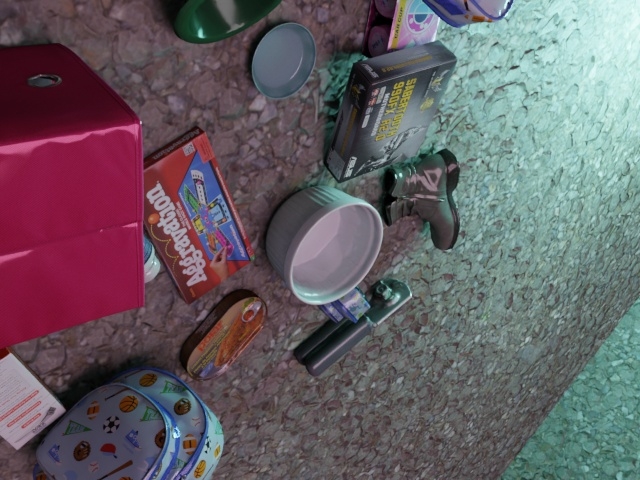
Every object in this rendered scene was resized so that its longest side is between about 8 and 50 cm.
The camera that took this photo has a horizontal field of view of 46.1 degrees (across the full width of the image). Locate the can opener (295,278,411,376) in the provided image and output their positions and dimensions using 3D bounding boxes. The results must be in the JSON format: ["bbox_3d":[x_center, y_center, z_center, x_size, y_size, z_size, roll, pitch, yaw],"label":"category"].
[{"bbox_3d":[0.079,0.187,1.578,0.283,0.076,0.095,-38,138,-14],"label":"can opener"}]

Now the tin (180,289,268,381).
[{"bbox_3d":[-0.175,0.171,1.360,0.190,0.040,0.106,-49,144,-3],"label":"tin"}]

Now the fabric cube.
[{"bbox_3d":[-0.370,-0.053,0.845,0.258,0.254,0.259,-16,129,-32],"label":"fabric cube"}]

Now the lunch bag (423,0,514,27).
[{"bbox_3d":[0.187,-0.468,1.098,0.303,0.115,0.243,29,82,-38],"label":"lunch bag"}]

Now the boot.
[{"bbox_3d":[0.193,-0.064,1.513,0.161,0.083,0.247,-22,131,-16],"label":"boot"}]

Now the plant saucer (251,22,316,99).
[{"bbox_3d":[-0.060,-0.275,1.146,0.119,0.021,0.119,-25,134,-29],"label":"plant saucer"}]

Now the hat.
[{"bbox_3d":[-0.150,-0.387,0.978,0.172,0.184,0.208,-26,176,-17],"label":"hat"}]

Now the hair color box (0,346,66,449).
[{"bbox_3d":[-0.465,0.228,1.119,0.093,0.053,0.167,-38,137,-18],"label":"hair color box"}]

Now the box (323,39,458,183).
[{"bbox_3d":[0.114,-0.214,1.271,0.183,0.056,0.231,-21,151,-29],"label":"box"}]

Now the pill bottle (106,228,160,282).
[{"bbox_3d":[-0.288,0.011,1.110,0.067,0.067,0.120,-42,139,-11],"label":"pill bottle"}]

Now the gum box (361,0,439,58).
[{"bbox_3d":[0.141,-0.386,1.219,0.107,0.062,0.189,-14,127,-37],"label":"gum box"}]

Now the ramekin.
[{"bbox_3d":[0.000,0.000,1.339,0.207,0.109,0.207,-24,133,-28],"label":"ramekin"}]

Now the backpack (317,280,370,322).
[{"bbox_3d":[0.034,0.109,1.447,0.084,0.114,0.105,-47,141,-5],"label":"backpack"}]

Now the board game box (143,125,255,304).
[{"bbox_3d":[-0.203,-0.031,1.191,0.145,0.027,0.281,-35,137,-17],"label":"board game box"}]

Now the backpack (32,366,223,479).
[{"bbox_3d":[-0.298,0.338,1.208,0.263,0.276,0.213,-50,157,-26],"label":"backpack"}]
